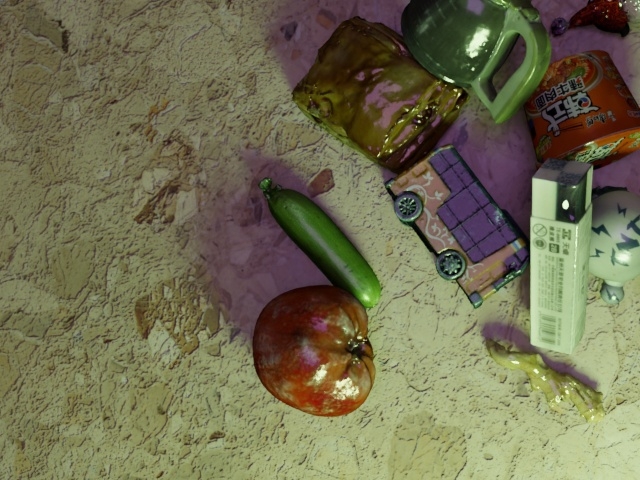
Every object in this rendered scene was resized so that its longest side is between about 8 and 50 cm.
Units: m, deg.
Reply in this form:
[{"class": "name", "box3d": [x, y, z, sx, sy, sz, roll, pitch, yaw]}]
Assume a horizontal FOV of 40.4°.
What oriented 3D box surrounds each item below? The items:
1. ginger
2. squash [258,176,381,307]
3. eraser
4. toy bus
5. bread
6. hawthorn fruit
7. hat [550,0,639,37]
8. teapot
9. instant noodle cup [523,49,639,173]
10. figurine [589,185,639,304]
[{"class": "ginger", "box3d": [0.478, 0.299, 1.861, 0.288, 0.075, 0.089, 28, 98, 5]}, {"class": "squash", "box3d": [0.000, 0.000, 1.933, 0.101, 0.101, 0.379, -44, 80, 5]}, {"class": "eraser", "box3d": [0.477, 0.037, 1.739, 0.098, 0.096, 0.404, 14, 128, 31]}, {"class": "toy bus", "box3d": [0.296, -0.030, 1.854, 0.194, 0.162, 0.323, -36, 81, 4]}, {"class": "bread", "box3d": [0.128, -0.321, 1.887, 0.324, 0.167, 0.277, 40, 95, 8]}, {"class": "hawthorn fruit", "box3d": [-0.008, 0.231, 1.850, 0.284, 0.284, 0.284, 0, 88, 9]}, {"class": "hat", "box3d": [0.606, -0.487, 1.859, 0.227, 0.129, 0.140, -21, 107, 26]}, {"class": "teapot", "box3d": [0.317, -0.436, 1.765, 0.239, 0.239, 0.322, 14, 57, -21]}, {"class": "instant noodle cup", "box3d": [0.533, -0.258, 1.791, 0.250, 0.250, 0.192, -20, 76, 8]}, {"class": "figurine", "box3d": [0.679, 0.024, 1.779, 0.382, 0.186, 0.261, 30, 87, 14]}]
